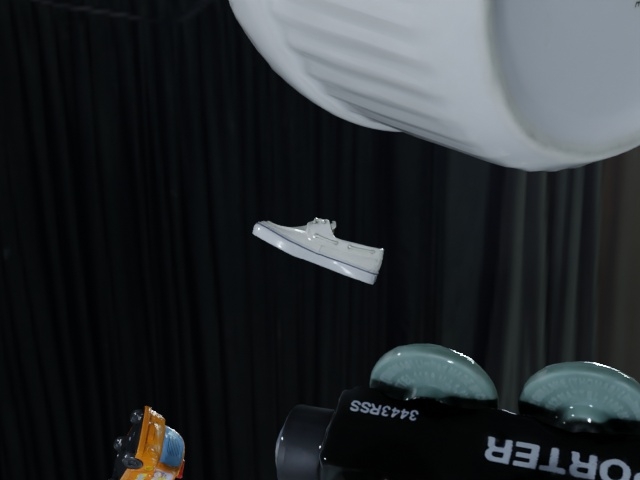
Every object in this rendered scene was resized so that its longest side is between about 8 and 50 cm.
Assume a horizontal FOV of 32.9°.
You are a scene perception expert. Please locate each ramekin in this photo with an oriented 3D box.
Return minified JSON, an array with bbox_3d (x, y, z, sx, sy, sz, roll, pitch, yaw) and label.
[{"bbox_3d":[0.097,-0.153,0.452,0.272,0.273,0.127,-13,35,-36],"label":"ramekin"}]

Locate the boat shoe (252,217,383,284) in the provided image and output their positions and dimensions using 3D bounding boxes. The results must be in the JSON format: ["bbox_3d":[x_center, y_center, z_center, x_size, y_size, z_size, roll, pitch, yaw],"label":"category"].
[{"bbox_3d":[0.000,0.000,0.808,0.100,0.035,0.035,21,1,-4],"label":"boat shoe"}]

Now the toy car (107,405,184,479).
[{"bbox_3d":[-0.093,0.143,0.587,0.040,0.060,0.122,19,27,-17],"label":"toy car"}]

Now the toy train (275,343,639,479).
[{"bbox_3d":[0.139,0.170,0.609,0.333,0.190,0.142,7,43,15],"label":"toy train"}]
